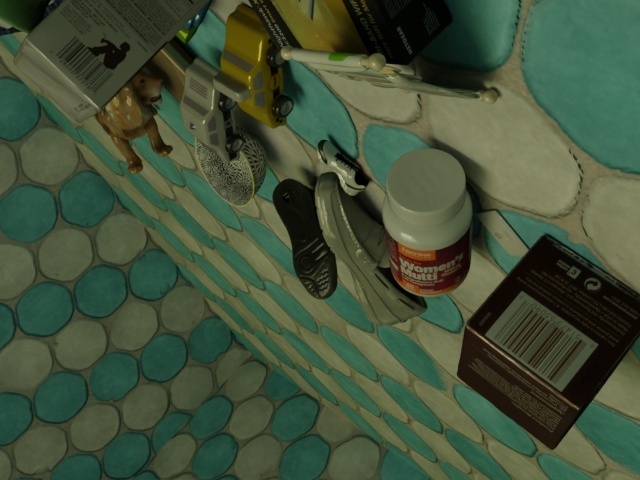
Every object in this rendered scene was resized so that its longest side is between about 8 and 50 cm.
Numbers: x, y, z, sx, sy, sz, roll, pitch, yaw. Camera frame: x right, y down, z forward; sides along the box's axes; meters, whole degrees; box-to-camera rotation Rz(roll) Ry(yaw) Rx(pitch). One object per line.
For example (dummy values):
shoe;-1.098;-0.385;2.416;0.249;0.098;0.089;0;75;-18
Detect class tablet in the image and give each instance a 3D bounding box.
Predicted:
tablet;0.248;-0.009;1.084;0.083;0.006;0.054;48;163;-12

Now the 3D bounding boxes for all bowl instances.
bowl;-0.156;-0.156;1.513;0.170;0.080;0.170;32;139;32

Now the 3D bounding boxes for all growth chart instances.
growth chart;0.072;-0.173;0.846;0.172;0.021;0.237;19;-168;42

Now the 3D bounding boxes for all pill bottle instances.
pill bottle;0.147;-0.021;1.091;0.121;0.121;0.221;36;162;26

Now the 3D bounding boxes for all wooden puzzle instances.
wooden puzzle;-0.306;-0.357;1.494;0.221;0.044;0.238;47;169;-9

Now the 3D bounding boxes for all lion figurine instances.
lion figurine;-0.413;-0.298;1.655;0.392;0.142;0.240;44;161;53

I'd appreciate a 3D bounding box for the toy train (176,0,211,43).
toy train;-0.255;-0.366;1.268;0.143;0.105;0.248;33;165;-9

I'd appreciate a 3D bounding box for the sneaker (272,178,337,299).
sneaker;0.000;0.000;1.439;0.130;0.087;0.228;11;-130;-53

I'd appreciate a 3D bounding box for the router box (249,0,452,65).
router box;-0.027;-0.333;0.821;0.243;0.081;0.309;22;152;52

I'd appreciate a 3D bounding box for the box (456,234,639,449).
box;0.296;0.136;1.038;0.168;0.167;0.203;37;162;21

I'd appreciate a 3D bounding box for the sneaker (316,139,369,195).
sneaker;0.038;-0.121;1.268;0.109;0.040;0.043;47;147;-20

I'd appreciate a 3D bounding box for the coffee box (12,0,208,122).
coffee box;-0.235;-0.299;1.008;0.119;0.297;0.168;45;163;-20

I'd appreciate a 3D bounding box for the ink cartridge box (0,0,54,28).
ink cartridge box;-0.576;-0.470;1.175;0.353;0.119;0.207;3;-111;-67

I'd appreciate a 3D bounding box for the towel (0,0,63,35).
towel;-0.578;-0.478;1.415;0.243;0.040;0.336;61;-158;-11

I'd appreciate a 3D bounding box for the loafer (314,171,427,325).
loafer;0.090;0.012;1.371;0.111;0.112;0.319;-13;124;26

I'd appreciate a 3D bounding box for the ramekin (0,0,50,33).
ramekin;-0.422;-0.404;0.942;0.303;0.148;0.303;41;-176;-4

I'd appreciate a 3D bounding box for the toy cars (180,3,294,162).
toy cars;-0.154;-0.225;1.268;0.176;0.087;0.393;56;153;-7
